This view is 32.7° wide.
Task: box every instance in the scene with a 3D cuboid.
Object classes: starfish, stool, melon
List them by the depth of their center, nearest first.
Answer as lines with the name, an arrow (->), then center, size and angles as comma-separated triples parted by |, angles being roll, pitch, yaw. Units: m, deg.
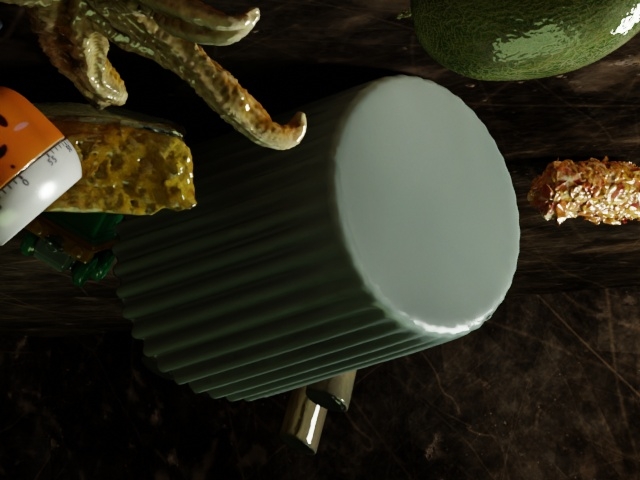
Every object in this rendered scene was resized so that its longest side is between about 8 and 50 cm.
melon -> 0.126, -0.156, 0.670 | 0.167, 0.114, 0.114 | -7, 170, 20
starfish -> -0.168, -0.146, 0.714 | 0.327, 0.094, 0.375 | 10, 172, 3
stool -> 0.000, 0.000, 1.105 | 0.297, 0.297, 0.330 | 6, 164, -41
stool -> -0.061, 0.104, 1.455 | 0.310, 0.226, 0.310 | 29, 154, 2

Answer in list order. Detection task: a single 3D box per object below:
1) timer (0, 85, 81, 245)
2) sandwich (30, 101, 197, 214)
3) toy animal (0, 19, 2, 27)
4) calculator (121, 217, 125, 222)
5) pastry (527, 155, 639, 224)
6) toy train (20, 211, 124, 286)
timer -> -0.234, -0.065, 0.766 | 0.099, 0.136, 0.136 | -37, 178, -13
sandwich -> -0.225, -0.078, 0.962 | 0.226, 0.087, 0.251 | -2, -171, -10
toy animal -> -0.276, -0.142, 0.541 | 0.218, 0.116, 0.179 | 34, 141, -26
calculator -> -0.264, -0.016, 1.698 | 0.190, 0.034, 0.126 | 10, 167, -30
pastry -> 0.346, -0.068, 1.373 | 0.169, 0.087, 0.063 | 0, 137, -14
toy train -> -0.292, -0.023, 1.358 | 0.091, 0.136, 0.228 | 31, -173, 1
